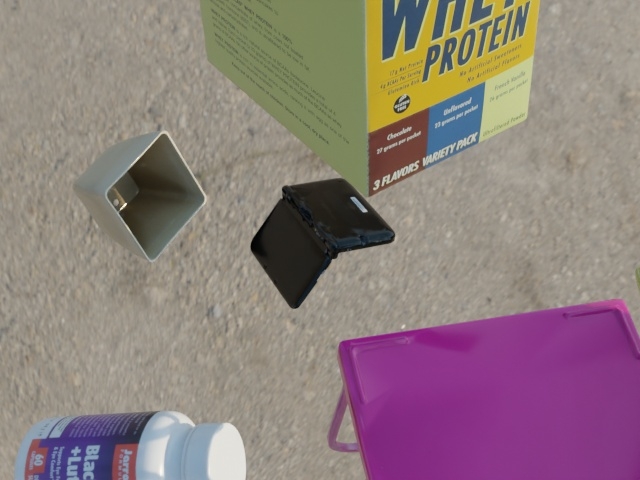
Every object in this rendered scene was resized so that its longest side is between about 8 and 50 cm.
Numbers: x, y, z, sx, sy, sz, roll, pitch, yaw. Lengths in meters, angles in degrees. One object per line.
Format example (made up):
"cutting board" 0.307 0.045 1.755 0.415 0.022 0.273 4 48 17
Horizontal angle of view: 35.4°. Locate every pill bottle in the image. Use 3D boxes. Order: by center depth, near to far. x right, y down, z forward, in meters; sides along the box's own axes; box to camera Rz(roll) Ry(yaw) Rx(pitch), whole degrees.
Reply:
"pill bottle" -0.172 0.213 0.926 0.193 0.108 0.108 -7 64 19

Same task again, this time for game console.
"game console" 0.000 0.000 0.999 0.107 0.071 0.122 -10 36 -23

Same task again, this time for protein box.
"protein box" 0.023 -0.178 0.629 0.136 0.201 0.200 -27 48 -23

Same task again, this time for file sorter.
"file sorter" 0.131 0.220 0.666 0.202 0.182 0.291 -7 58 -11

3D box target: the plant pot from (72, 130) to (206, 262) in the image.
"plant pot" -0.216 -0.056 1.151 0.096 0.109 0.109 11 51 40

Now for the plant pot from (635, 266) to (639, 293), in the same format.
"plant pot" 0.415 0.020 0.907 0.227 0.207 0.228 13 21 3
